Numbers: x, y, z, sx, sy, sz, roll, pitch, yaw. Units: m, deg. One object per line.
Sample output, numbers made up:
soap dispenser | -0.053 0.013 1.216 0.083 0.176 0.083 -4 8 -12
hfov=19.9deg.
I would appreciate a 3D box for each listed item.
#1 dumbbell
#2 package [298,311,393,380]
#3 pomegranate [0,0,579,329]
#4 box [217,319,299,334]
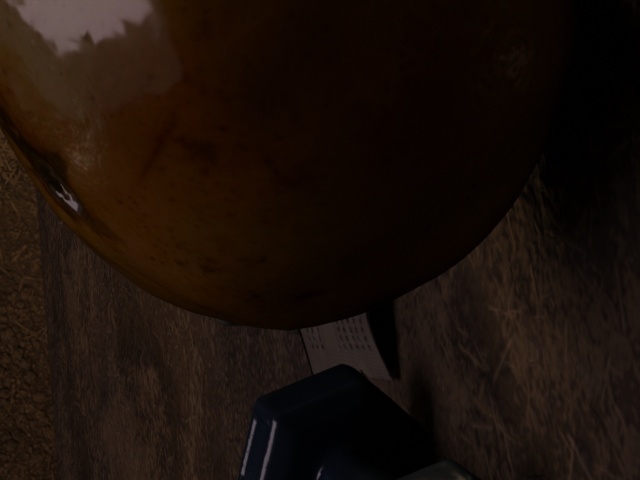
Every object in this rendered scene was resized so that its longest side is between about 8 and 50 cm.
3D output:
dumbbell | 0.045 0.205 1.352 0.143 0.156 0.316 -49 21 -2
package | 0.000 0.000 1.608 0.204 0.062 0.251 169 95 -73
pomegranate | -0.030 -0.154 1.142 0.416 0.416 0.417 176 90 -74
box | -0.072 0.007 1.796 0.172 0.093 0.124 -119 29 -54
